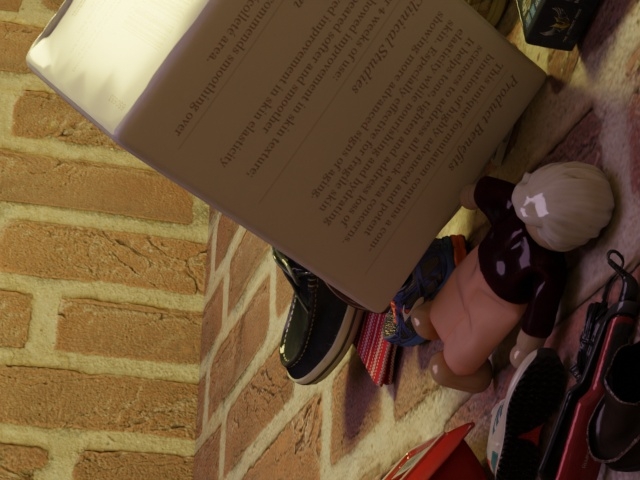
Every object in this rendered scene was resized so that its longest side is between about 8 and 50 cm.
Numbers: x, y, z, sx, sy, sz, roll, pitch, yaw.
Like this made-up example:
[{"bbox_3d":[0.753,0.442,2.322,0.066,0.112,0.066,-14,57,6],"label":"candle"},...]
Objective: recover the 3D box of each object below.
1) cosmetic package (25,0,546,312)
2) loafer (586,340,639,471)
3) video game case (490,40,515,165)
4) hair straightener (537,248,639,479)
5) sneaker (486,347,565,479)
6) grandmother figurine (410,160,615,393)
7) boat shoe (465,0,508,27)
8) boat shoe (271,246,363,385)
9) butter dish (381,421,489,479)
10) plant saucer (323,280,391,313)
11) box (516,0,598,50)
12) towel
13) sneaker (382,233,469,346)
[{"bbox_3d":[-0.043,-0.187,1.520,0.329,0.394,0.327,-55,34,1],"label":"cosmetic package"},{"bbox_3d":[0.259,0.114,1.108,0.220,0.078,0.080,113,160,-49],"label":"loafer"},{"bbox_3d":[0.213,-0.160,1.606,0.087,0.011,0.122,-104,25,-56],"label":"video game case"},{"bbox_3d":[0.240,0.118,1.258,0.089,0.047,0.230,-136,55,-74],"label":"hair straightener"},{"bbox_3d":[0.197,0.169,1.389,0.075,0.057,0.161,-119,36,-60],"label":"sneaker"},{"bbox_3d":[0.195,0.025,1.415,0.207,0.104,0.342,63,151,19],"label":"grandmother figurine"},{"bbox_3d":[0.186,-0.337,1.642,0.285,0.089,0.104,114,158,-52],"label":"boat shoe"},{"bbox_3d":[0.000,0.000,1.985,0.186,0.156,0.500,-101,22,-51],"label":"boat shoe"},{"bbox_3d":[0.126,0.296,1.519,0.160,0.118,0.160,-44,-2,-28],"label":"butter dish"},{"bbox_3d":[0.061,0.025,1.833,0.029,0.168,0.168,-39,-32,-57],"label":"plant saucer"},{"bbox_3d":[0.260,-0.338,1.395,0.232,0.059,0.183,113,162,-46],"label":"box"},{"bbox_3d":[0.082,0.070,1.997,0.275,0.031,0.198,-121,41,-68],"label":"towel"},{"bbox_3d":[0.114,0.059,1.740,0.221,0.087,0.083,113,160,-49],"label":"sneaker"}]
